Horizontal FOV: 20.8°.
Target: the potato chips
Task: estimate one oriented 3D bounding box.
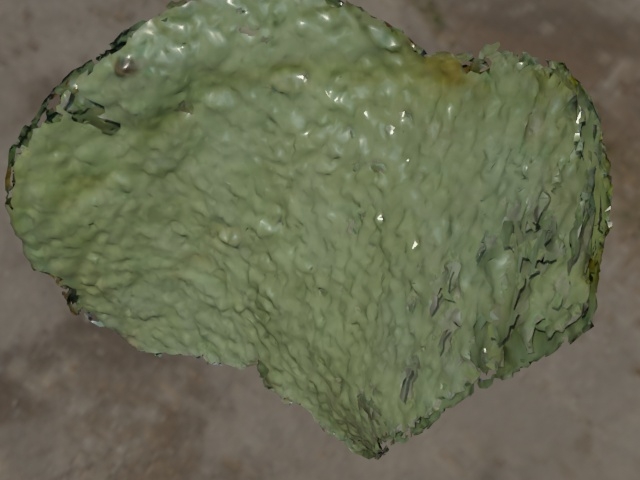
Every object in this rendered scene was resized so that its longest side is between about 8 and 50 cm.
[{"bbox_3d":[-0.004,0.002,0.552,0.228,0.167,0.059,17,31,31],"label":"potato chips"}]
